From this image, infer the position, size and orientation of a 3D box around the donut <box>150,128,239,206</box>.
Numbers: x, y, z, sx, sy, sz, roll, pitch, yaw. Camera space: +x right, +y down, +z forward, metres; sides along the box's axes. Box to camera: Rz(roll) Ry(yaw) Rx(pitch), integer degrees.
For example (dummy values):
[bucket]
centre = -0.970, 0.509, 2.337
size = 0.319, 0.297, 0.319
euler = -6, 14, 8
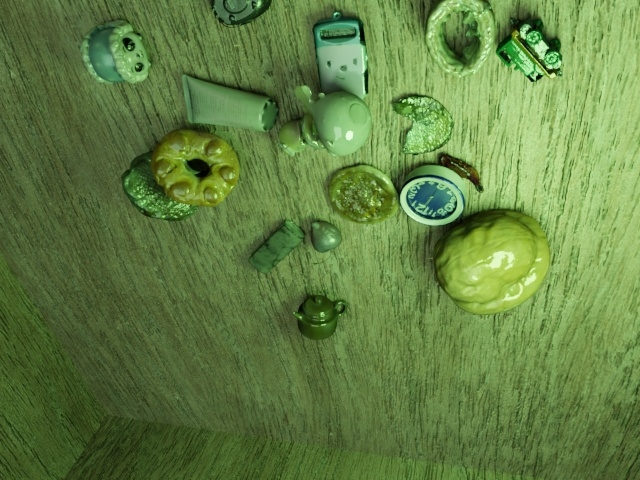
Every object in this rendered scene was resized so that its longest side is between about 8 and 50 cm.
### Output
[donut]
centre = -0.466, -0.276, 1.843
size = 0.299, 0.150, 0.317
euler = -39, 99, 0

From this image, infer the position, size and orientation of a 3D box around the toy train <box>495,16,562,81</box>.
[toy train]
centre = 0.605, -0.544, 1.411
size = 0.227, 0.091, 0.136
euler = 41, 137, -16

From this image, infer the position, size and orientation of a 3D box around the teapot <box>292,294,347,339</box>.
[teapot]
centre = 0.000, 0.324, 2.199
size = 0.267, 0.185, 0.175
euler = -12, 130, -20

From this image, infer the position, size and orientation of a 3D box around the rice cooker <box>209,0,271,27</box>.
[rice cooker]
centre = -0.250, -0.745, 1.508
size = 0.203, 0.118, 0.142
euler = -17, 120, 23

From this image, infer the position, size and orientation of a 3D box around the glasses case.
[glasses case]
centre = -0.192, 0.034, 2.112
size = 0.114, 0.060, 0.299
euler = 38, 128, -12

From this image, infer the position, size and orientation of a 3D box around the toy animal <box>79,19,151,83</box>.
[toy animal]
centre = -0.718, -0.645, 1.711
size = 0.204, 0.156, 0.208
euler = 6, 131, 18

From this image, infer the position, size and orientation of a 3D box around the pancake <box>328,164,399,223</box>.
[pancake]
centre = 0.163, -0.169, 1.858
size = 0.282, 0.049, 0.282
euler = 11, 128, 14

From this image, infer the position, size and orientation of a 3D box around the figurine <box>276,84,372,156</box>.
[figurine]
centre = -0.022, -0.395, 1.637
size = 0.394, 0.227, 0.274
euler = -6, 128, 50

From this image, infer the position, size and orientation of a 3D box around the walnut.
[walnut]
centre = 0.586, 0.072, 1.722
size = 0.383, 0.384, 0.384
euler = 9, 128, 11

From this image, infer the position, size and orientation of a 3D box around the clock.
[clock]
centre = 0.402, -0.160, 1.744
size = 0.230, 0.083, 0.230
euler = 14, 141, 12

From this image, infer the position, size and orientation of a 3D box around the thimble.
[thimble]
centre = 0.398, -0.596, 1.398
size = 0.196, 0.148, 0.229
euler = 5, 125, 14

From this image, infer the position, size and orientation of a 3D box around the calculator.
[calculator]
centre = 0.070, -0.582, 1.573
size = 0.173, 0.051, 0.293
euler = 3, 126, 17

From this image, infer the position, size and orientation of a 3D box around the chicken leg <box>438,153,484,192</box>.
[chicken leg]
centre = 0.498, -0.236, 1.700
size = 0.205, 0.053, 0.093
euler = 34, 152, 0

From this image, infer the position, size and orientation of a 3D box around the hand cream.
[hand cream]
centre = -0.333, -0.480, 1.754
size = 0.358, 0.118, 0.186
euler = 15, 133, 16

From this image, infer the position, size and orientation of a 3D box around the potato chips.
[potato chips]
centre = 0.339, -0.394, 1.648
size = 0.202, 0.029, 0.220
euler = -22, 119, 29

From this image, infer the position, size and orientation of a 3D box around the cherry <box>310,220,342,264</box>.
[cherry]
centre = -0.005, -0.003, 1.995
size = 0.188, 0.115, 0.148
euler = -25, 135, 37

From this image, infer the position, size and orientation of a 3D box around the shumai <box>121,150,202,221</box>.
[shumai]
centre = -0.654, -0.221, 2.020
size = 0.309, 0.304, 0.263
euler = 51, 158, -18
